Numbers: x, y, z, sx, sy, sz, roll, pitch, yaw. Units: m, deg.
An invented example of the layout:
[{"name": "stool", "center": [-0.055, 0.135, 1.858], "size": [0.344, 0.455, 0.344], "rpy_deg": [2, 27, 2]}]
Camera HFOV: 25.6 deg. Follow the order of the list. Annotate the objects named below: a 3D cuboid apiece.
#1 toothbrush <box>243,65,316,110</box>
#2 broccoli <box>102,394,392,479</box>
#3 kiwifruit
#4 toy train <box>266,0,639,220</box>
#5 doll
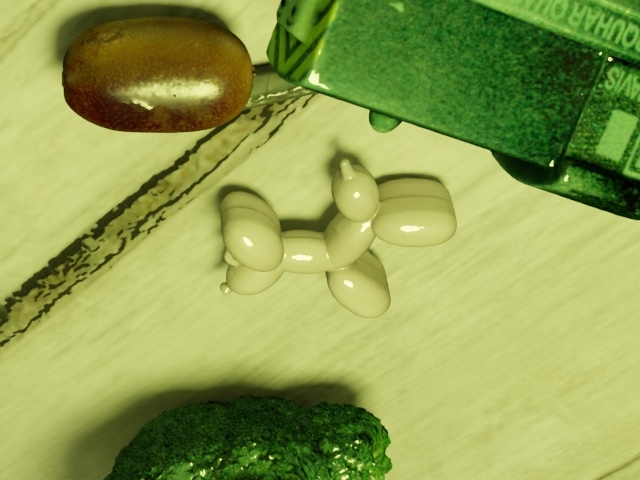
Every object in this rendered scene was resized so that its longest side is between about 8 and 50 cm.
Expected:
[{"name": "toothbrush", "center": [0.029, -0.117, 0.950], "size": [0.297, 0.030, 0.030], "rpy_deg": [-12, 147, 2]}, {"name": "broccoli", "center": [-0.068, 0.250, 1.174], "size": [0.245, 0.294, 0.265], "rpy_deg": [57, 147, -9]}, {"name": "kiwifruit", "center": [-0.104, -0.107, 0.907], "size": [0.124, 0.075, 0.075], "rpy_deg": [-2, 137, -3]}, {"name": "toy train", "center": [0.114, -0.129, 0.838], "size": [0.330, 0.138, 0.178], "rpy_deg": [16, 104, -24]}, {"name": "doll", "center": [0.000, 0.000, 1.049], "size": [0.160, 0.059, 0.161], "rpy_deg": [19, 132, -27]}]
